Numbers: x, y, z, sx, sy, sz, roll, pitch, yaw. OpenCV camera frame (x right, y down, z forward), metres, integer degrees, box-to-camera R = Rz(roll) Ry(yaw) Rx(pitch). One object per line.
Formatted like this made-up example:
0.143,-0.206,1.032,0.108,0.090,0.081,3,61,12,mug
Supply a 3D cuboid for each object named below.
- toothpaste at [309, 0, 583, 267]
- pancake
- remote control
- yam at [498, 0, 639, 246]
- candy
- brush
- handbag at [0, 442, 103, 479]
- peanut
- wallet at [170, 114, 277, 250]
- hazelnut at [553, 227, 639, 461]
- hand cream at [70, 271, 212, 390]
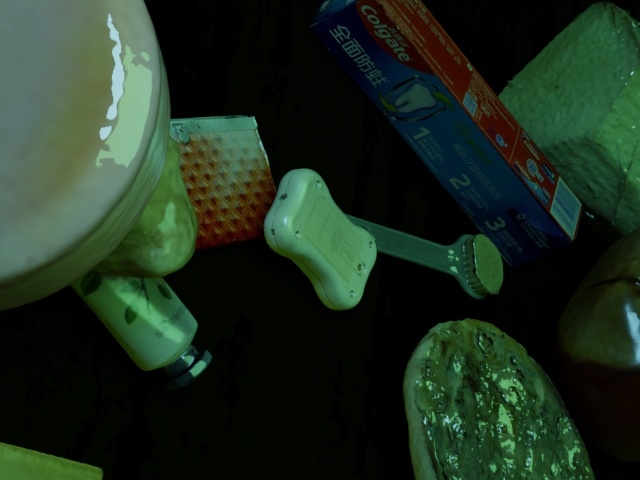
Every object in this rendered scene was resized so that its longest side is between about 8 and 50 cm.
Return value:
0.121,-0.111,1.475,0.320,0.076,0.066,49,40,-23,toothpaste
0.158,0.193,1.380,0.282,0.049,0.282,28,51,-42,pancake
0.000,0.000,1.280,0.122,0.032,0.074,50,52,-40,remote control
0.310,-0.096,1.612,0.271,0.202,0.201,37,5,-34,yam
-0.213,-0.074,0.917,0.094,0.255,0.255,87,-10,-77,candy
0.076,0.004,1.396,0.266,0.027,0.062,15,64,-47,brush
-0.238,0.276,0.734,0.283,0.133,0.400,21,59,-36,handbag
-0.163,-0.086,1.036,0.137,0.122,0.253,-8,69,-45,peanut
-0.099,-0.043,1.207,0.196,0.020,0.103,-10,84,-55,wallet
0.316,0.104,1.512,0.181,0.181,0.212,39,64,-5,hazelnut
-0.160,0.003,1.093,0.234,0.050,0.080,51,42,-11,hand cream
